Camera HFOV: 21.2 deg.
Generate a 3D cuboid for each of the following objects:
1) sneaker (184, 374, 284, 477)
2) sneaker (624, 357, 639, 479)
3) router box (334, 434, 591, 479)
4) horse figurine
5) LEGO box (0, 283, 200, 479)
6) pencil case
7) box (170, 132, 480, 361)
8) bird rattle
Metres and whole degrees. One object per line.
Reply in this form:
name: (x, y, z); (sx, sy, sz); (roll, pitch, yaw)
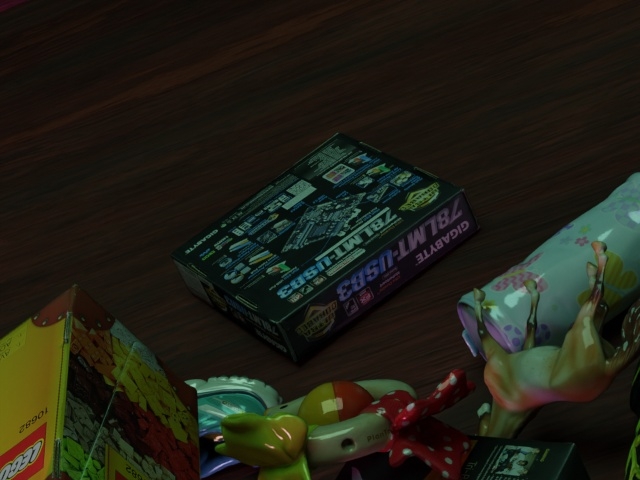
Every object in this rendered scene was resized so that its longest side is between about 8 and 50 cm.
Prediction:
sneaker: (-0.174, 0.220, 1.921); (0.275, 0.107, 0.110); (-11, 43, 24)
sneaker: (0.380, 0.143, 1.624); (0.147, 0.145, 0.384); (16, 37, 5)
router box: (0.088, 0.314, 1.598); (0.243, 0.081, 0.309); (0, 40, 38)
horse figurine: (0.231, 0.106, 1.669); (0.263, 0.066, 0.174); (-23, 57, 45)
LEGO box: (-0.363, 0.332, 1.679); (0.500, 0.193, 0.372); (-36, 28, 16)
pencil case: (0.278, 0.037, 1.842); (0.273, 0.113, 0.124); (-35, 22, -14)
box: (0.000, 0.000, 2.144); (0.295, 0.073, 0.293); (-37, 33, -17)
bird rattle: (0.026, 0.174, 1.663); (0.253, 0.143, 0.207); (-24, 13, -1)
